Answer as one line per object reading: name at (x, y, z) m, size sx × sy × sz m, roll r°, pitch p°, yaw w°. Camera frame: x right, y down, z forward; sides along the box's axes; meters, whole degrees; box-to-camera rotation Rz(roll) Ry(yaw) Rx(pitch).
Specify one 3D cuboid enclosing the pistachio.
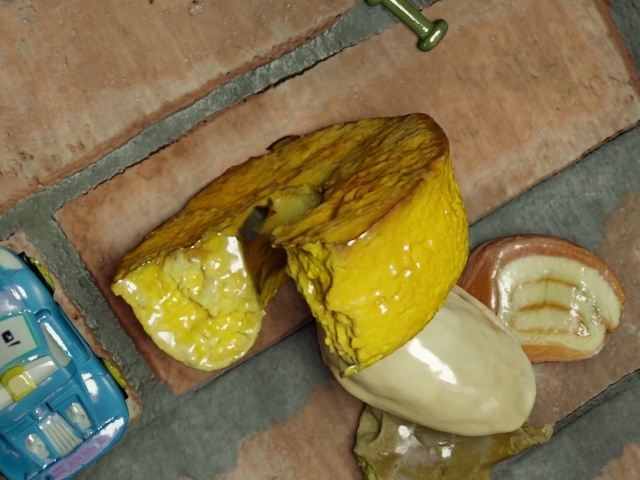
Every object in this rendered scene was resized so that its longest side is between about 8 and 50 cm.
pistachio at (0.127, 0.134, 1.272) m, size 0.299 × 0.187 × 0.187 m, roll 23°, pitch 89°, yaw 6°

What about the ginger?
ginger at (0.177, 0.271, 1.383) m, size 0.270 × 0.123 × 0.218 m, roll -11°, pitch 85°, yaw -17°

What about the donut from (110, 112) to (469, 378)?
donut at (0.000, 0.000, 1.177) m, size 0.377 × 0.435 × 0.163 m, roll -45°, pitch 117°, yaw -38°

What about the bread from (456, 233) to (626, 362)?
bread at (0.302, 0.085, 1.396) m, size 0.244 × 0.123 × 0.190 m, roll 3°, pitch 93°, yaw -15°

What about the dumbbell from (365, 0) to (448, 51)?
dumbbell at (0.116, -0.306, 1.352) m, size 0.118 × 0.046 × 0.052 m, roll 38°, pitch 91°, yaw -14°

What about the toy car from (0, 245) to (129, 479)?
toy car at (-0.373, 0.154, 1.219) m, size 0.198 × 0.166 × 0.314 m, roll -35°, pitch 101°, yaw -12°
